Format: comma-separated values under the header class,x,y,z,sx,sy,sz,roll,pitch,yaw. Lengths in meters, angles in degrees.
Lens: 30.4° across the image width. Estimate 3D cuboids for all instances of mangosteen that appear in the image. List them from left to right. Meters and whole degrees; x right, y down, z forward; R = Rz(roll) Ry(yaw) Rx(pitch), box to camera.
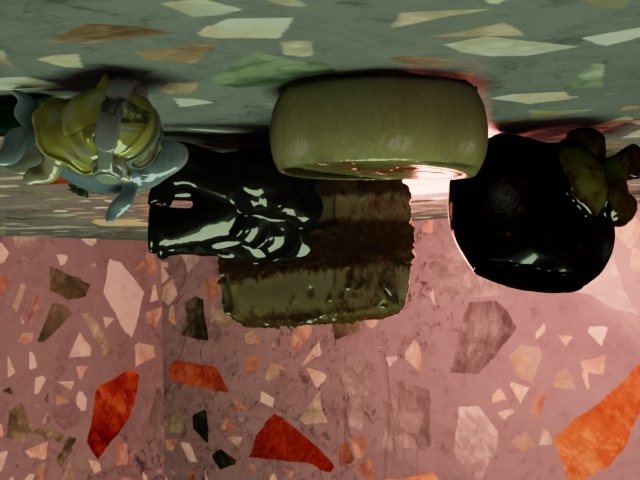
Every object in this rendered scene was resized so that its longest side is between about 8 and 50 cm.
class,x,y,z,sx,sy,sz,roll,pitch,yaw
mangosteen,0.332,-0.047,1.714,0.288,0.233,0.287,11,160,4

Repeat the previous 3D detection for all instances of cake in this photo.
class,x,y,z,sx,sy,sz,roll,pitch,yaw
cake,0.000,0.000,1.981,0.282,0.290,0.256,-8,175,36

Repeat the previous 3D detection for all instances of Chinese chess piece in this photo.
class,x,y,z,sx,sy,sz,roll,pitch,yaw
Chinese chess piece,0.067,-0.124,1.349,0.250,0.103,0.250,0,178,0

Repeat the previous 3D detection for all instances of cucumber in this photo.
class,x,y,z,sx,sy,sz,roll,pitch,yaw
cucumber,-0.352,-0.139,1.346,0.105,0.048,0.048,-1,177,18

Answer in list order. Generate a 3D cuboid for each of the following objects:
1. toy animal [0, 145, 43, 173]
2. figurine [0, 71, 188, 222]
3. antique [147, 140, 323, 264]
class,x,y,z,sx,sy,sz,roll,pitch,yaw
toy animal,-0.299,-0.127,1.439,0.127,0.131,0.182,36,151,-25
figurine,-0.244,-0.107,1.263,0.209,0.128,0.184,11,153,-2
antique,-0.124,-0.060,1.730,0.255,0.185,0.322,3,171,-1
